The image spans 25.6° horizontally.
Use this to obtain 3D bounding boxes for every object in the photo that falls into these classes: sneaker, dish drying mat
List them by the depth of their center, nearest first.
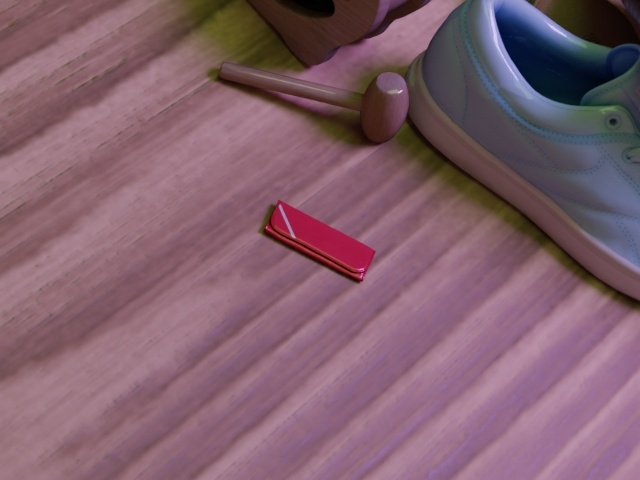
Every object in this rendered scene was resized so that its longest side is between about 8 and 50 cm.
[{"bbox_3d":[0.000,0.000,1.053,0.083,0.008,0.032,27,52,-3],"label":"dish drying mat"},{"bbox_3d":[0.241,-0.067,1.102,0.366,0.150,0.135,30,54,-1],"label":"sneaker"}]

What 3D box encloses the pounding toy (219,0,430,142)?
[{"bbox_3d":[-0.012,-0.211,1.092,0.155,0.154,0.269,-31,73,-34],"label":"pounding toy"}]

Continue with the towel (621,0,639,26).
[{"bbox_3d":[0.368,-0.125,1.162,0.312,0.056,0.324,29,25,-13],"label":"towel"}]

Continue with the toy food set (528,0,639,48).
[{"bbox_3d":[0.230,-0.169,1.239,0.192,0.038,0.132,21,60,-16],"label":"toy food set"}]
